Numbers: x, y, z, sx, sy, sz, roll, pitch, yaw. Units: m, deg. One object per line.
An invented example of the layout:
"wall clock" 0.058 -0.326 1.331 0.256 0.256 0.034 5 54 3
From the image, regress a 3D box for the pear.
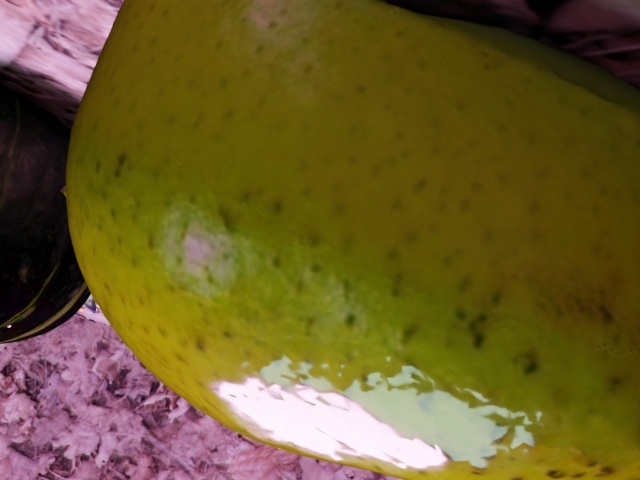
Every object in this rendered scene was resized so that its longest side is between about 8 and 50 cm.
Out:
"pear" 0.068 0.023 0.494 0.318 0.238 0.342 20 175 39

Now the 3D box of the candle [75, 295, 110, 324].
"candle" -0.219 0.037 1.233 0.330 0.187 0.187 14 171 4

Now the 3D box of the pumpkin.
"pumpkin" -0.360 -0.030 0.892 0.323 0.241 0.323 14 168 3
